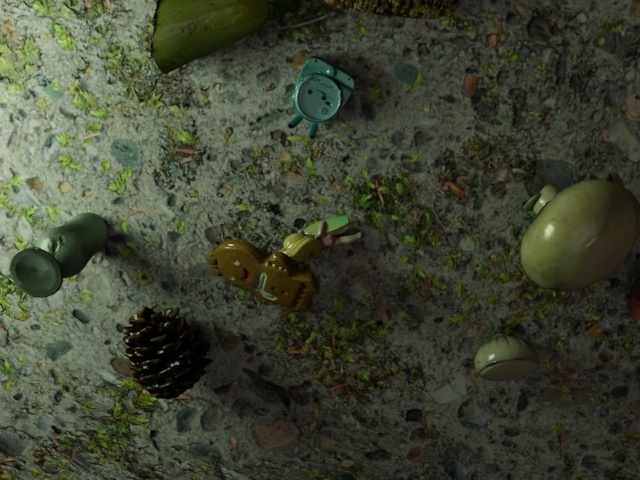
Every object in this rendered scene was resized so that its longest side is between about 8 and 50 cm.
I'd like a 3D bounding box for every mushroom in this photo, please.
[{"bbox_3d":[0.498,-0.023,1.189,0.246,0.202,0.246,-24,149,-16],"label":"mushroom"}]

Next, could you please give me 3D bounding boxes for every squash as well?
[{"bbox_3d":[-0.183,-0.418,1.094,0.287,0.137,0.137,-21,109,6],"label":"squash"}]

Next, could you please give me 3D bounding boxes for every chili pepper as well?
[{"bbox_3d":[-0.097,0.365,1.437,0.083,0.022,0.027,45,72,-13],"label":"chili pepper"}]

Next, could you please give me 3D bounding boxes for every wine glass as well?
[{"bbox_3d":[-0.510,0.019,1.206,0.103,0.231,0.103,1,112,4],"label":"wine glass"}]

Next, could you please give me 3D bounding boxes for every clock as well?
[{"bbox_3d":[-0.005,-0.275,1.181,0.108,0.045,0.147,26,109,-7],"label":"clock"}]

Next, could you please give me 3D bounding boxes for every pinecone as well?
[{"bbox_3d":[-0.339,0.238,1.316,0.205,0.179,0.184,60,146,1],"label":"pinecone"}]

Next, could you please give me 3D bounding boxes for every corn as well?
[{"bbox_3d":[0.126,-0.449,1.091,0.253,0.086,0.086,7,111,-3],"label":"corn"}]

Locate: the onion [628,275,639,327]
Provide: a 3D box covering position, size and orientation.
[{"bbox_3d":[0.723,0.140,1.271,0.159,0.160,0.195,7,140,-1],"label":"onion"}]

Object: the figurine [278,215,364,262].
[{"bbox_3d":[0.000,0.000,1.272,0.187,0.083,0.083,-15,110,-3],"label":"figurine"}]

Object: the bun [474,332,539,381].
[{"bbox_3d":[0.409,0.251,1.343,0.138,0.094,0.138,-1,146,-1],"label":"bun"}]

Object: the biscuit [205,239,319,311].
[{"bbox_3d":[-0.125,0.074,1.276,0.248,0.035,0.184,26,142,-1],"label":"biscuit"}]
